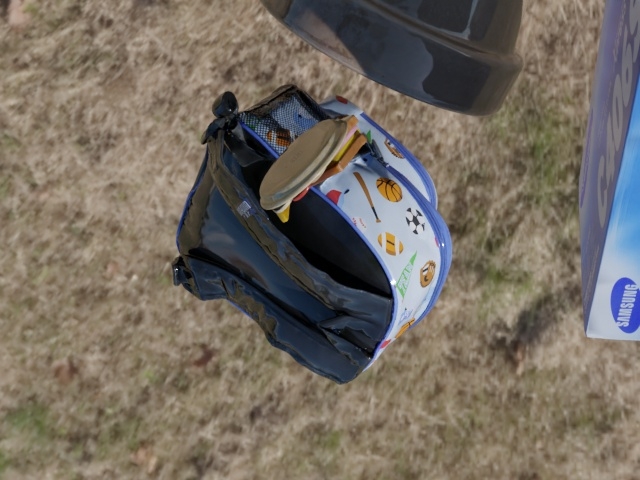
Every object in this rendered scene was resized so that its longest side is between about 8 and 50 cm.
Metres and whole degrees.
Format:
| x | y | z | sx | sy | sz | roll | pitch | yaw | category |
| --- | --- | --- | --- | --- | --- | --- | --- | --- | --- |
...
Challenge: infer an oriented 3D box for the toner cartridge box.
| x | y | z | sx | sy | sz | roll | pitch | yaw | category |
| --- | --- | --- | --- | --- | --- | --- | --- | --- | --- |
| 0.234 | -0.082 | 0.675 | 0.075 | 0.165 | 0.348 | 2 | 146 | 10 | toner cartridge box |

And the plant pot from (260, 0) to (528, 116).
| x | y | z | sx | sy | sz | roll | pitch | yaw | category |
| --- | --- | --- | --- | --- | --- | --- | --- | --- | --- |
| 0.101 | -0.273 | 0.875 | 0.263 | 0.263 | 0.229 | 24 | 114 | -4 | plant pot |

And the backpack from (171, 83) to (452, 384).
| x | y | z | sx | sy | sz | roll | pitch | yaw | category |
| --- | --- | --- | --- | --- | --- | --- | --- | --- | --- |
| 0.000 | 0.000 | 0.993 | 0.263 | 0.213 | 0.276 | 47 | 145 | 18 | backpack |

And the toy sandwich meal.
| x | y | z | sx | sy | sz | roll | pitch | yaw | category |
| --- | --- | --- | --- | --- | --- | --- | --- | --- | --- |
| -0.005 | -0.046 | 0.628 | 0.085 | 0.085 | 0.029 | -34 | 114 | 31 | toy sandwich meal |
